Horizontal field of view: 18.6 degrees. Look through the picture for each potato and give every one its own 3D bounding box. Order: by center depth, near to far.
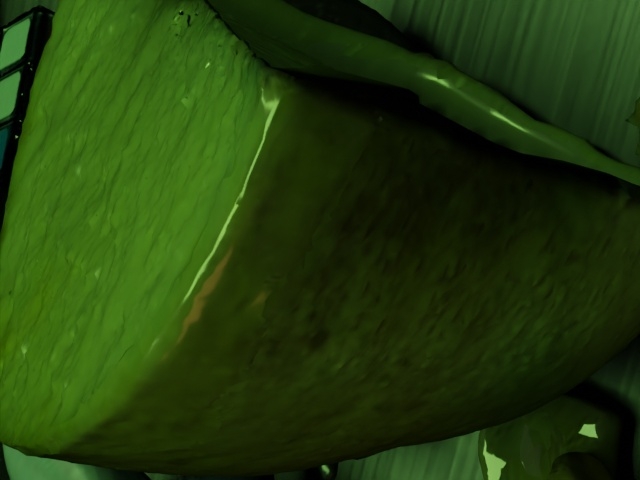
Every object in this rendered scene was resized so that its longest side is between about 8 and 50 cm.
[{"bbox_3d":[0.009,0.017,0.897,0.212,0.280,0.330,-67,26,10],"label":"potato"}]

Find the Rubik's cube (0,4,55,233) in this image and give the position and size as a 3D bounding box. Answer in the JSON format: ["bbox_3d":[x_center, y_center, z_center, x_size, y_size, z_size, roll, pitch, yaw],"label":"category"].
[{"bbox_3d":[-0.153,0.002,1.130,0.182,0.187,0.184,-21,57,43],"label":"Rubik's cube"}]

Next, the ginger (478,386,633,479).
[{"bbox_3d":[0.071,0.249,0.905,0.413,0.211,0.358,-51,53,32],"label":"ginger"}]

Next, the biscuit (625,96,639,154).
[{"bbox_3d":[0.207,-0.016,0.910,0.144,0.016,0.203,-14,79,44],"label":"biscuit"}]

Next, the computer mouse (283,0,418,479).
[{"bbox_3d":[0.000,0.000,1.063,0.147,0.088,0.264,0,78,3],"label":"computer mouse"}]

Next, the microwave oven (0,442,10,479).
[{"bbox_3d":[-0.418,0.021,1.305,0.236,0.374,0.432,-9,86,44],"label":"microwave oven"}]

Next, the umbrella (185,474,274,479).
[{"bbox_3d":[-0.055,0.153,1.063,0.071,0.071,0.248,-39,31,37],"label":"umbrella"}]

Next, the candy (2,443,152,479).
[{"bbox_3d":[-0.112,0.175,1.132,0.071,0.174,0.138,-38,55,-4],"label":"candy"}]
